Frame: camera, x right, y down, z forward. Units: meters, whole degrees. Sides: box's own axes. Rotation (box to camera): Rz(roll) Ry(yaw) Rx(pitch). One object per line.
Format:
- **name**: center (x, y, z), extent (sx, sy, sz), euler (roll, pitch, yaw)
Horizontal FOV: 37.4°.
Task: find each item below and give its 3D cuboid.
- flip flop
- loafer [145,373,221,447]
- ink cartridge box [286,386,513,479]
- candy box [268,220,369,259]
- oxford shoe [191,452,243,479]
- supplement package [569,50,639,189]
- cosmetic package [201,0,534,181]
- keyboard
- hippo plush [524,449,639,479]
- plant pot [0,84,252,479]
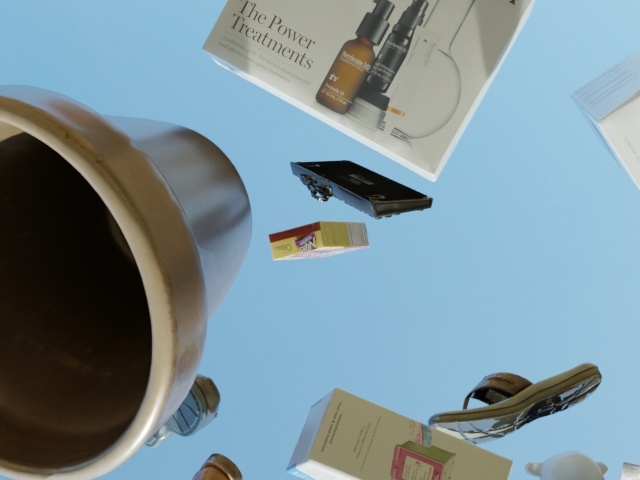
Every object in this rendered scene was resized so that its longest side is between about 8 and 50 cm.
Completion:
- **flip flop**: center (0.288, 0.233, 1.425), extent (0.277, 0.112, 0.080), euler (-21, -121, -6)
- **loafer**: center (-0.193, 0.225, 1.333), extent (0.084, 0.267, 0.096), euler (-23, -97, -33)
- **ink cartridge box**: center (0.048, 0.145, 0.604), extent (0.122, 0.088, 0.052), euler (24, -110, -3)
- **candy box**: center (0.000, 0.000, 1.727), extent (0.186, 0.109, 0.053), euler (2, -105, -62)
- **oxford shoe**: center (-0.157, 0.354, 1.190), extent (0.076, 0.212, 0.076), euler (30, -136, 17)
- **supplement package**: center (0.500, -0.192, 1.479), extent (0.139, 0.134, 0.244), euler (53, -166, -13)
- **cosmetic package**: center (0.066, -0.297, 1.330), extent (0.377, 0.284, 0.097), euler (29, -179, 8)
- **keyboard**: center (0.028, -0.056, 1.011), extent (0.108, 0.023, 0.180), euler (-4, -161, -29)
- **hippo plush**: center (0.396, 0.432, 1.494), extent (0.234, 0.294, 0.236), euler (4, -166, -19)
- **plant pot**: center (-0.161, 0.006, 0.687), extent (0.263, 0.263, 0.229), euler (49, -151, 4)
